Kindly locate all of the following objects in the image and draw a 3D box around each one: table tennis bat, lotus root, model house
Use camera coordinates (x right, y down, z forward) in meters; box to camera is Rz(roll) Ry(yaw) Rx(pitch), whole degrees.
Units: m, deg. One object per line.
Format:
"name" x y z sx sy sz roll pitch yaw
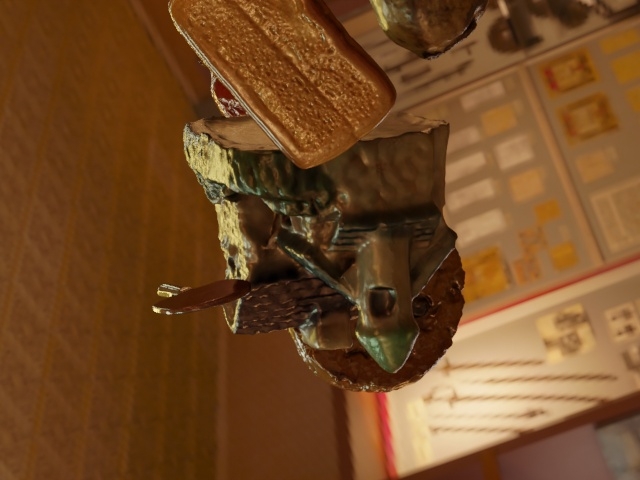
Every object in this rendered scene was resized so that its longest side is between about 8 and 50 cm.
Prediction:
"table tennis bat" -0.119 0.052 1.174 0.156 0.087 0.013 4 111 64
"lotus root" 0.103 -0.288 1.273 0.138 0.138 0.214 -55 -44 -76
"model house" 0.002 -0.001 1.386 0.298 0.243 0.284 -151 51 -67

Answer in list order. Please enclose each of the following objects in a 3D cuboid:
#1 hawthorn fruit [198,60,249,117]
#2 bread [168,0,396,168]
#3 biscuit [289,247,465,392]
"hawthorn fruit" -0.080 -0.228 1.925 0.173 0.173 0.179 -98 -19 -48
"bread" -0.032 -0.163 1.094 0.200 0.116 0.077 49 -171 -16
"biscuit" 0.078 0.075 1.794 0.296 0.296 0.075 66 166 -9
